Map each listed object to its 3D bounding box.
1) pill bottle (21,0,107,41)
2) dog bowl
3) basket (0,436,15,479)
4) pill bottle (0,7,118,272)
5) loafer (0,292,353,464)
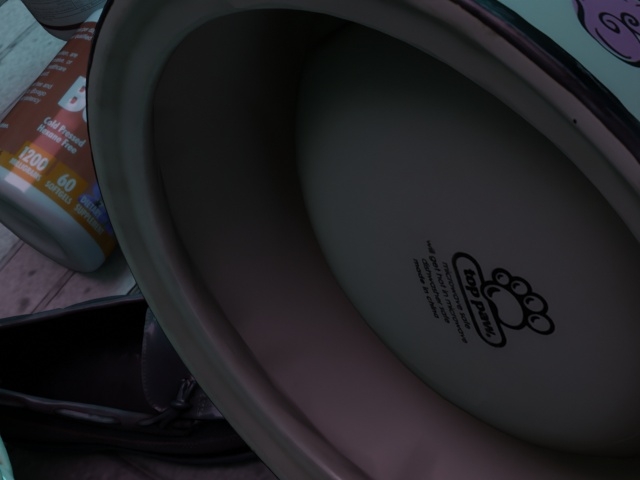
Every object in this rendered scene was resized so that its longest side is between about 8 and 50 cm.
[{"bbox_3d":[-0.194,-0.233,1.149,0.121,0.221,0.121,-15,49,19],"label":"pill bottle"},{"bbox_3d":[0.079,0.005,0.710,0.408,0.408,0.150,21,48,39],"label":"dog bowl"},{"bbox_3d":[-0.351,0.180,0.800,0.328,0.266,0.331,-39,51,12],"label":"basket"},{"bbox_3d":[-0.152,-0.093,1.086,0.121,0.121,0.216,21,68,39],"label":"pill bottle"},{"bbox_3d":[-0.112,0.082,0.937,0.302,0.095,0.109,-9,63,26],"label":"loafer"}]
